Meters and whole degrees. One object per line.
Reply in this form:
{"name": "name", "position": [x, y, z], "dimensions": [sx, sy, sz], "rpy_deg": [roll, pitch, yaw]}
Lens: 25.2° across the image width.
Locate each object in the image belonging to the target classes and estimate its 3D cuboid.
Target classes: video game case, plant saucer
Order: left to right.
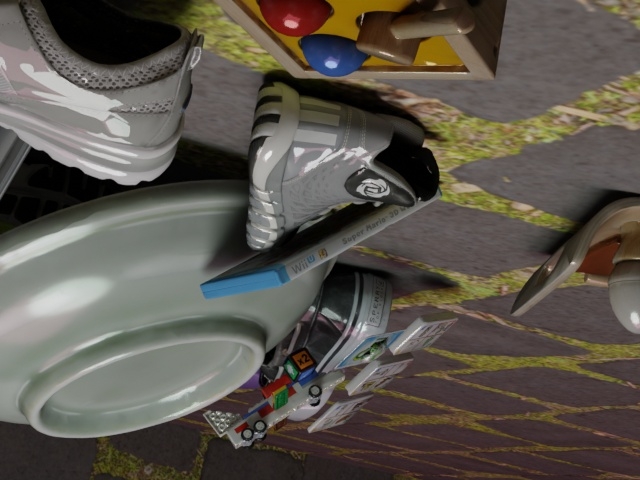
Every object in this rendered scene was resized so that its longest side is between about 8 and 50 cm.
{"name": "plant saucer", "position": [-0.161, 0.086, 1.247], "dimensions": [0.400, 0.101, 0.400], "rpy_deg": [-17, 158, -7]}
{"name": "video game case", "position": [0.000, 0.000, 1.112], "dimensions": [0.166, 0.015, 0.119], "rpy_deg": [-29, -171, -32]}

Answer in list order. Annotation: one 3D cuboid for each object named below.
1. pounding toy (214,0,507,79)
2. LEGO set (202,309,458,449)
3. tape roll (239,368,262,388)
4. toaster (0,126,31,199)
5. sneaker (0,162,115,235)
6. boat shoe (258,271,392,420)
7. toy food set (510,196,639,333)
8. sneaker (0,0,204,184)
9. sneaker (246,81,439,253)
{"name": "pounding toy", "position": [0.028, -0.117, 0.660], "dimensions": [0.141, 0.100, 0.130], "rpy_deg": [4, 165, 25]}
{"name": "LEGO set", "position": [0.007, 0.124, 1.374], "dimensions": [0.182, 0.060, 0.244], "rpy_deg": [-46, 160, 25]}
{"name": "tape roll", "position": [-0.192, 0.108, 1.737], "dimensions": [0.274, 0.090, 0.275], "rpy_deg": [10, 166, 3]}
{"name": "toaster", "position": [-0.293, -0.070, 0.988], "dimensions": [0.185, 0.110, 0.168], "rpy_deg": [33, 158, -24]}
{"name": "sneaker", "position": [-0.262, -0.030, 1.278], "dimensions": [0.208, 0.081, 0.094], "rpy_deg": [26, 162, -14]}
{"name": "boat shoe", "position": [-0.025, 0.099, 1.553], "dimensions": [0.119, 0.121, 0.335], "rpy_deg": [18, 152, -10]}
{"name": "toy food set", "position": [0.324, 0.055, 1.148], "dimensions": [0.306, 0.092, 0.220], "rpy_deg": [11, 166, -2]}
{"name": "sneaker", "position": [-0.199, -0.136, 0.830], "dimensions": [0.281, 0.105, 0.115], "rpy_deg": [18, 132, -18]}
{"name": "sneaker", "position": [0.016, -0.037, 1.028], "dimensions": [0.132, 0.086, 0.229], "rpy_deg": [8, 165, 0]}
